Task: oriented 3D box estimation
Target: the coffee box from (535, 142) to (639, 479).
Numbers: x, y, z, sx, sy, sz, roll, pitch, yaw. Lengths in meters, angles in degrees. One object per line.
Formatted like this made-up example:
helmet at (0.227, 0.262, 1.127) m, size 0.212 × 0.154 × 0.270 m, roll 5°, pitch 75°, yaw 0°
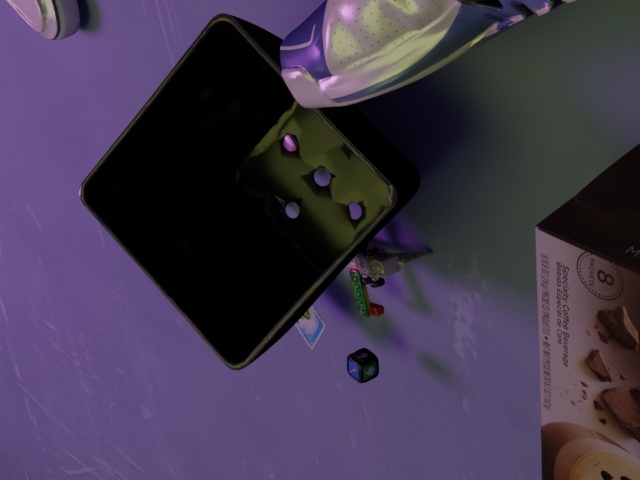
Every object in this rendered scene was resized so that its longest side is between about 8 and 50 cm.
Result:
coffee box at (0.243, 0.107, 0.909) m, size 0.168 × 0.119 × 0.297 m, roll 28°, pitch 140°, yaw 37°

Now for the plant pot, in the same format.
plant pot at (-0.030, -0.042, 1.051) m, size 0.188 × 0.167 × 0.187 m, roll 47°, pitch 113°, yaw 13°

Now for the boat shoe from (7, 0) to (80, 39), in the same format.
boat shoe at (-0.332, -0.294, 1.326) m, size 0.258 × 0.084 × 0.095 m, roll 54°, pitch 148°, yaw 2°

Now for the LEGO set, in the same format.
LEGO set at (0.000, 0.000, 1.217) m, size 0.244 × 0.060 × 0.182 m, roll 57°, pitch 150°, yaw 19°

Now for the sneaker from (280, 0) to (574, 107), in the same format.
sneaker at (0.081, -0.211, 0.843) m, size 0.315 × 0.127 × 0.182 m, roll -21°, pitch 98°, yaw 50°
